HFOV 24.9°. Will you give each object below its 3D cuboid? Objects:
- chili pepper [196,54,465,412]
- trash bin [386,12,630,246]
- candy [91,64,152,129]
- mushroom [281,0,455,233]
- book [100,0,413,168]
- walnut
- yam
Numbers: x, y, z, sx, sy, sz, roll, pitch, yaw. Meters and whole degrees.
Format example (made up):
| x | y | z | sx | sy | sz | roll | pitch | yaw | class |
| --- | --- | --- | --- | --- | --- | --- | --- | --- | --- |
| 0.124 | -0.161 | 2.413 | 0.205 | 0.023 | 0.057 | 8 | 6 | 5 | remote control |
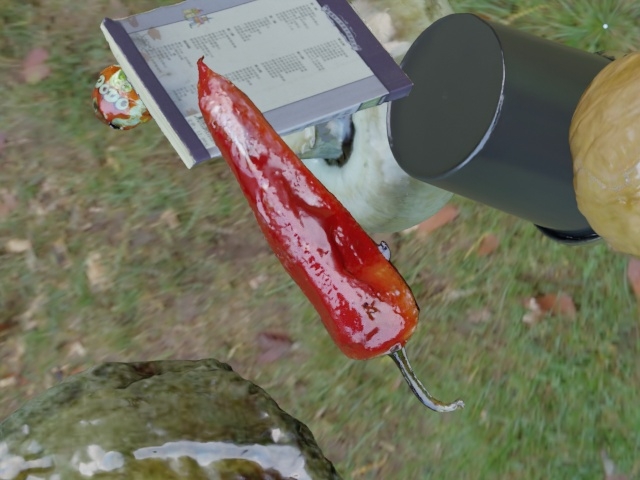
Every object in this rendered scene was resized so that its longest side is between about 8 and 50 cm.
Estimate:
| x | y | z | sx | sy | sz | roll | pitch | yaw | class |
| --- | --- | --- | --- | --- | --- | --- | --- | --- | --- |
| 0.000 | 0.000 | 0.876 | 0.059 | 0.050 | 0.268 | -34 | 92 | 14 | chili pepper |
| 0.250 | -0.110 | 1.524 | 0.214 | 0.334 | 0.214 | -22 | 61 | 46 | trash bin |
| -0.222 | -0.173 | 1.972 | 0.078 | 0.287 | 0.084 | 26 | 92 | 20 | candy |
| 0.043 | -0.179 | 1.772 | 0.352 | 0.260 | 0.352 | 26 | 125 | 44 | mushroom |
| -0.053 | -0.153 | 1.239 | 0.157 | 0.231 | 0.026 | 56 | 147 | 20 | book |
| 0.304 | -0.075 | 1.124 | 0.221 | 0.195 | 0.195 | -31 | 91 | 43 | walnut |
| -0.091 | 0.199 | 0.634 | 0.195 | 0.195 | 0.300 | 31 | 132 | 5 | yam |
